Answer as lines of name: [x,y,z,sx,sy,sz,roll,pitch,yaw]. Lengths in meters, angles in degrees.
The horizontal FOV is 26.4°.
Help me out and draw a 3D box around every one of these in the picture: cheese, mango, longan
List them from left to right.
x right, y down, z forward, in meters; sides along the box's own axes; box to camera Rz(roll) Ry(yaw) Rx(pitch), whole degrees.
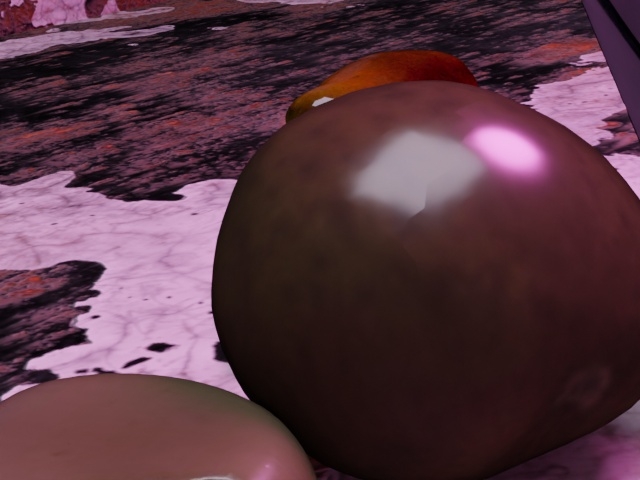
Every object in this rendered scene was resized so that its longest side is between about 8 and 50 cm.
cheese: [-0.089,0.128,0.639,0.202,0.091,0.175,4,21,26]
mango: [0.059,-0.131,1.373,0.133,0.111,0.267,25,30,29]
longan: [0.066,0.026,0.730,0.248,0.248,0.248,-4,18,1]

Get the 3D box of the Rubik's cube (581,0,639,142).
Rubik's cube: [0.373,-0.137,0.881,0.305,0.310,0.307,-25,16,0]
